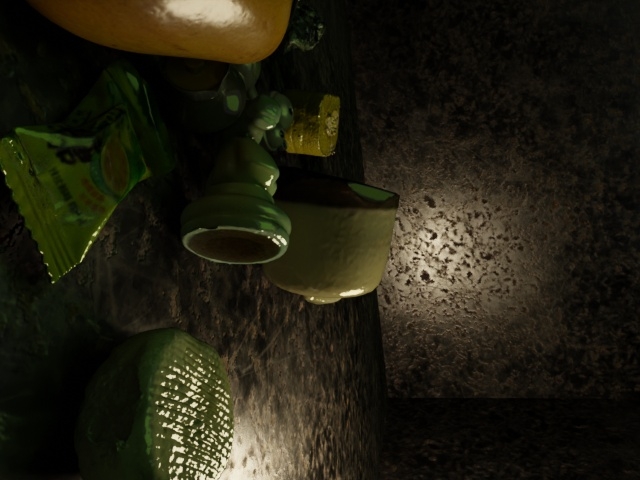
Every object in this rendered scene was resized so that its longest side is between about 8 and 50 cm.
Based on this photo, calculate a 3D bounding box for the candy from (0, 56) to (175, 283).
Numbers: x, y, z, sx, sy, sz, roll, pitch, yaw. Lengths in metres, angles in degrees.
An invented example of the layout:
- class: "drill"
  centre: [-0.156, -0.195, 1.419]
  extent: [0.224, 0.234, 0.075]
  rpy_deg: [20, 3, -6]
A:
- class: "candy"
  centre: [-0.242, -0.089, 0.443]
  extent: [0.246, 0.069, 0.149]
  rpy_deg: [-84, 168, -53]

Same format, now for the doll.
- class: "doll"
  centre: [-0.139, -0.314, 0.885]
  extent: [0.365, 0.094, 0.160]
  rpy_deg: [58, 33, -60]

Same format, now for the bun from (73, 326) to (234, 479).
- class: "bun"
  centre: [-0.186, 0.210, 0.481]
  extent: [0.221, 0.108, 0.221]
  rpy_deg: [-13, 90, -80]

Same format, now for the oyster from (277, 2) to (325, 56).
- class: "oyster"
  centre: [-0.074, -0.609, 1.189]
  extent: [0.252, 0.199, 0.087]
  rpy_deg: [-46, 154, -31]

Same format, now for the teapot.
- class: "teapot"
  centre: [-0.186, -0.241, 0.611]
  extent: [0.166, 0.130, 0.119]
  rpy_deg: [54, -15, 9]

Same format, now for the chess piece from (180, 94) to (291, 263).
- class: "chess piece"
  centre: [-0.131, -0.121, 0.688]
  extent: [0.176, 0.175, 0.298]
  rpy_deg: [56, 30, -63]

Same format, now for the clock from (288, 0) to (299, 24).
- class: "clock"
  centre: [-0.105, -0.587, 1.020]
  extent: [0.184, 0.040, 0.184]
  rpy_deg: [-59, 176, -6]

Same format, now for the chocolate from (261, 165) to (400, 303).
- class: "chocolate"
  centre: [0.000, 0.000, 0.923]
  extent: [0.326, 0.314, 0.297]
  rpy_deg: [11, 92, -40]

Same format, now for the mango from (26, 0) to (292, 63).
- class: "mango"
  centre: [-0.159, -0.288, 0.436]
  extent: [0.317, 0.211, 0.173]
  rpy_deg: [0, 67, -44]

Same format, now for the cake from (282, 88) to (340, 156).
- class: "cake"
  centre: [-0.026, -0.346, 1.225]
  extent: [0.260, 0.156, 0.179]
  rpy_deg: [-40, 139, -67]
